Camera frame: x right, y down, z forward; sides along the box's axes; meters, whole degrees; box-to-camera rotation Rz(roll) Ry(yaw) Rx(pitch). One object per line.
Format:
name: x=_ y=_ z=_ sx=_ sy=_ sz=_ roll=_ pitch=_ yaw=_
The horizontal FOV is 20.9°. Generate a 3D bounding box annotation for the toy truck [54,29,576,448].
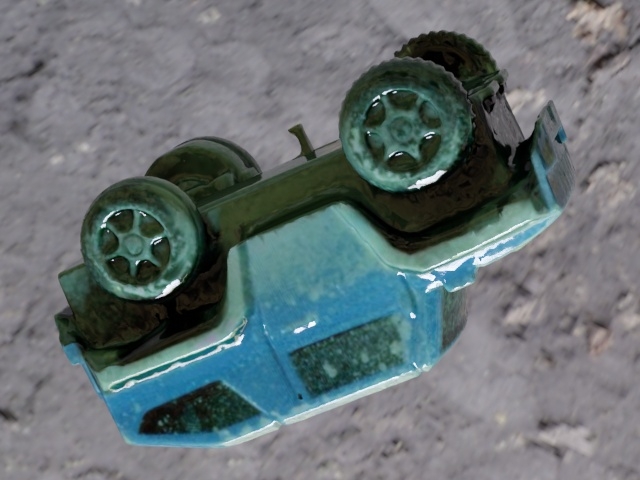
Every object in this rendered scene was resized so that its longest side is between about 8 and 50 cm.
toy truck: x=0.000 y=0.000 z=0.928 sx=0.279 sy=0.155 sz=0.156 roll=-22 pitch=98 yaw=16
